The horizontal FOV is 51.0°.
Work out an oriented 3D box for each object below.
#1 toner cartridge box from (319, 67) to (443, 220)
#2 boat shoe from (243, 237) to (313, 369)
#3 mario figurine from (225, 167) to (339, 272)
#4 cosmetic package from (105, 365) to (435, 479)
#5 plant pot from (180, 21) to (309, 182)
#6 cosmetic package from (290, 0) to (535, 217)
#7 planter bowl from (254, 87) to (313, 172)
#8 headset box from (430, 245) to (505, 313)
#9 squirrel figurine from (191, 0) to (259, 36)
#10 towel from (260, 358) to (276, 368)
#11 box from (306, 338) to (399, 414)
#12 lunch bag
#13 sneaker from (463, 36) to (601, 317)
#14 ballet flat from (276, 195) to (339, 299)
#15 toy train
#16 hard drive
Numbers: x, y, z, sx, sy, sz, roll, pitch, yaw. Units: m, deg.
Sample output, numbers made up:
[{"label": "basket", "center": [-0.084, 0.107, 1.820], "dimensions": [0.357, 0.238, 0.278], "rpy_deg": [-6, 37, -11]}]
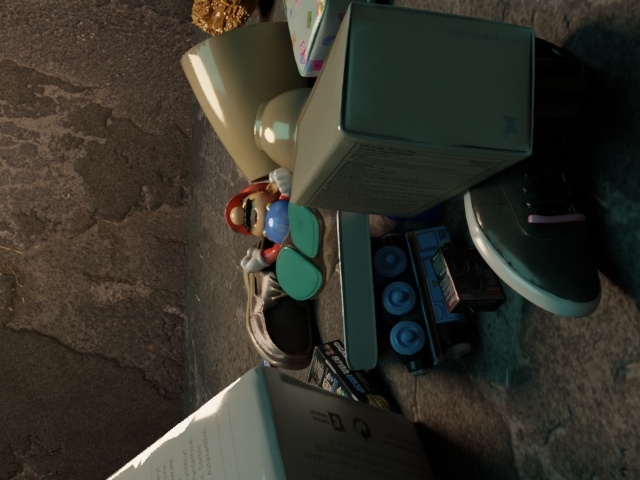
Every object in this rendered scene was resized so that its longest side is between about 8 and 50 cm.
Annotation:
[{"label": "toner cartridge box", "center": [0.080, -0.157, 1.011], "dimensions": [0.348, 0.075, 0.165], "rpy_deg": [-134, 48, -62]}, {"label": "boat shoe", "center": [-0.092, 0.112, 1.409], "dimensions": [0.355, 0.133, 0.130], "rpy_deg": [-114, 30, -46]}, {"label": "mario figurine", "center": [-0.100, -0.032, 1.313], "dimensions": [0.198, 0.170, 0.321], "rpy_deg": [-55, 35, -9]}, {"label": "cosmetic package", "center": [-0.069, 0.424, 0.836], "dimensions": [0.394, 0.329, 0.327], "rpy_deg": [-39, 45, 21]}, {"label": "plant pot", "center": [-0.125, -0.266, 1.378], "dimensions": [0.256, 0.257, 0.273], "rpy_deg": [-13, 94, 70]}, {"label": "cosmetic package", "center": [0.068, -0.105, 0.667], "dimensions": [0.309, 0.160, 0.113], "rpy_deg": [143, 132, -77]}, {"label": "planter bowl", "center": [-0.052, -0.202, 1.213], "dimensions": [0.162, 0.109, 0.162], "rpy_deg": [13, -90, -73]}, {"label": "headset box", "center": [0.172, 0.048, 0.780], "dimensions": [0.032, 0.062, 0.083], "rpy_deg": [114, 150, -49]}, {"label": "squirrel figurine", "center": [-0.209, -0.692, 1.626], "dimensions": [0.370, 0.281, 0.396], "rpy_deg": [52, 153, 44]}, {"label": "towel", "center": [-0.126, 0.341, 1.652], "dimensions": [0.067, 0.029, 0.119], "rpy_deg": [118, 146, -54]}, {"label": "box", "center": [0.036, 0.302, 1.109], "dimensions": [0.175, 0.051, 0.220], "rpy_deg": [48, 138, 41]}, {"label": "lunch bag", "center": [0.007, -0.432, 1.161], "dimensions": [0.224, 0.108, 0.279], "rpy_deg": [113, 152, -58]}, {"label": "sneaker", "center": [0.202, -0.079, 0.629], "dimensions": [0.146, 0.105, 0.295], "rpy_deg": [106, 160, -49]}, {"label": "ballet flat", "center": [0.000, 0.000, 1.088], "dimensions": [0.107, 0.106, 0.316], "rpy_deg": [43, 154, 12]}, {"label": "toy train", "center": [0.128, 0.073, 0.834], "dimensions": [0.080, 0.105, 0.184], "rpy_deg": [75, -176, -69]}, {"label": "hard drive", "center": [0.057, 0.073, 0.954], "dimensions": [0.307, 0.040, 0.202], "rpy_deg": [57, -150, -81]}]
